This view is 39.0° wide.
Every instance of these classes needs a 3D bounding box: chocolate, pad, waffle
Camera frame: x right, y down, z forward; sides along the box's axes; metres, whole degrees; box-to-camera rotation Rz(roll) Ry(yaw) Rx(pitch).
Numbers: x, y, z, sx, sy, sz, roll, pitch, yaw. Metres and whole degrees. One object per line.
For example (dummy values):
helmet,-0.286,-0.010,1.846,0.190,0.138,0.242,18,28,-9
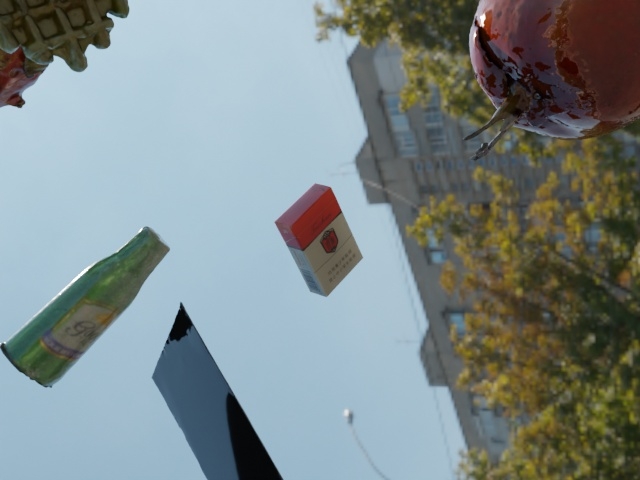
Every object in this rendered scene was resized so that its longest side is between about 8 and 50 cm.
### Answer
chocolate,-0.352,0.095,1.399,0.291,0.110,0.110,-44,-32,3
pad,-0.118,0.284,1.181,0.007,0.247,0.367,-21,-113,-30
waffle,-0.411,-0.410,1.294,0.309,0.056,0.291,24,-98,-23

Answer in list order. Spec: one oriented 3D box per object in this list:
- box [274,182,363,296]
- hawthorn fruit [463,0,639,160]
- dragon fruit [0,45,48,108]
box,0.000,0.000,1.420,0.100,0.048,0.152,-47,-53,-28
hawthorn fruit,0.225,-0.177,0.797,0.299,0.211,0.211,-53,-35,-9
dragon fruit,-0.668,-0.308,1.592,0.296,0.314,0.263,42,-106,-29
